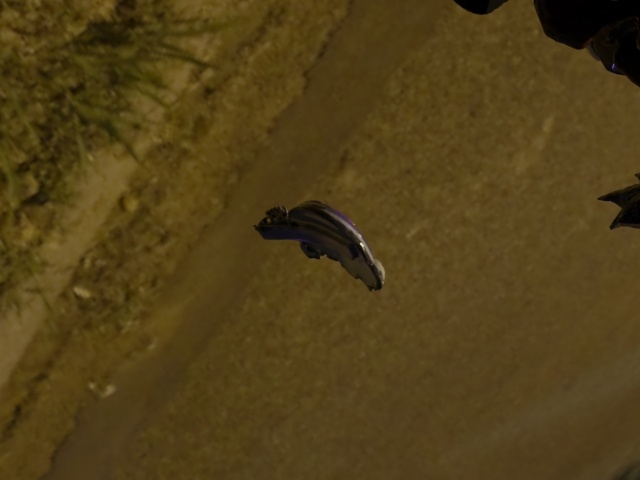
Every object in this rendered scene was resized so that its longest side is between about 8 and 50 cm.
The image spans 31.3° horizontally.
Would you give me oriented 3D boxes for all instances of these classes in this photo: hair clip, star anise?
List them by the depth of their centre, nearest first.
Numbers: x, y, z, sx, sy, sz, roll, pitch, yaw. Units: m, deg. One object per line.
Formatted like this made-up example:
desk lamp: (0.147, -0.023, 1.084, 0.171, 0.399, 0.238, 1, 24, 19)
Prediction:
hair clip: (0.000, -0.001, 1.382, 0.049, 0.172, 0.116, -56, 143, -22)
star anise: (0.535, -0.061, 1.816, 0.181, 0.204, 0.061, -7, 118, 13)

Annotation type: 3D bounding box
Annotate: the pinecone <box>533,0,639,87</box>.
pinecone: (0.369, -0.326, 1.087, 0.398, 0.398, 0.398, -31, 155, -16)

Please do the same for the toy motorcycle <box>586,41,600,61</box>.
toy motorcycle: (0.485, -0.327, 1.583, 0.196, 0.125, 0.331, -32, -163, -32)

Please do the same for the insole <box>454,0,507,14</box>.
insole: (0.200, -0.316, 1.294, 0.007, 0.109, 0.322, -5, -167, 32)
